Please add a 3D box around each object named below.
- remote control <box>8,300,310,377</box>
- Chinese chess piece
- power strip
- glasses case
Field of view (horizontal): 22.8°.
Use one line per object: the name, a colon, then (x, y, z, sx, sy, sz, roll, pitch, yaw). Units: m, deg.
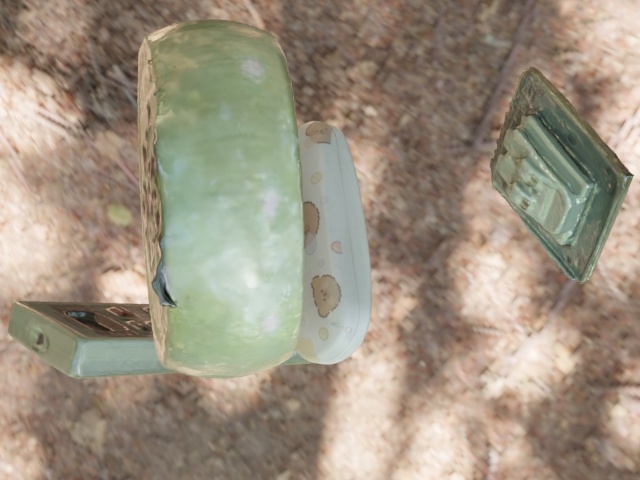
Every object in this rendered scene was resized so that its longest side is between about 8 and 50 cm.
remote control: (-0.132, 0.083, 1.432, 0.285, 0.123, 0.038, 1, 106, -40)
Chinese chess piece: (-0.044, -0.016, 0.636, 0.059, 0.144, 0.144, -3, 112, -10)
power strip: (0.260, -0.072, 1.863, 0.065, 0.213, 0.198, -20, 144, -26)
glasses case: (0.000, 0.000, 1.019, 0.041, 0.164, 0.063, 12, 148, -34)
